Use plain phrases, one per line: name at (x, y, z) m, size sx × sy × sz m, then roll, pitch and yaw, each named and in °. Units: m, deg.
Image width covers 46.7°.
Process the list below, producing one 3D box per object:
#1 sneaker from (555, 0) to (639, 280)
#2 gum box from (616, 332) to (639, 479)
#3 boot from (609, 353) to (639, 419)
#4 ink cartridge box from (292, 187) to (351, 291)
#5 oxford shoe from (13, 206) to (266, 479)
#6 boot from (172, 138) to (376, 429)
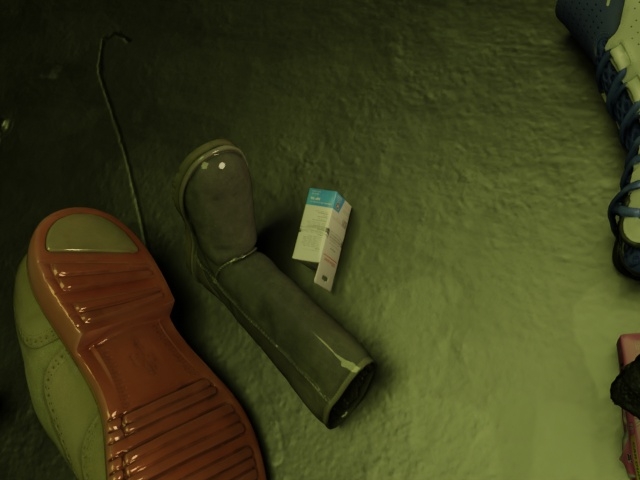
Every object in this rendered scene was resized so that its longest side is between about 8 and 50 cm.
sneaker at (0.266, -0.071, 0.553) m, size 0.182 × 0.127 × 0.316 m, roll -39°, pitch 68°, yaw 4°
gum box at (0.306, 0.115, 0.523) m, size 0.188 × 0.062 × 0.107 m, roll -8°, pitch 73°, yaw 17°
boot at (0.244, 0.160, 0.361) m, size 0.260 × 0.348 × 0.131 m, roll 52°, pitch 141°, yaw 12°
ink cartridge box at (0.000, 0.000, 0.671) m, size 0.028 × 0.048 × 0.083 m, roll 10°, pitch 79°, yaw 22°
oxford shoe at (-0.166, 0.170, 0.665) m, size 0.146 × 0.140 × 0.397 m, roll -40°, pitch 68°, yaw 40°
boot at (-0.038, 0.040, 0.618) m, size 0.076 × 0.190 × 0.208 m, roll -28°, pitch 57°, yaw -21°
